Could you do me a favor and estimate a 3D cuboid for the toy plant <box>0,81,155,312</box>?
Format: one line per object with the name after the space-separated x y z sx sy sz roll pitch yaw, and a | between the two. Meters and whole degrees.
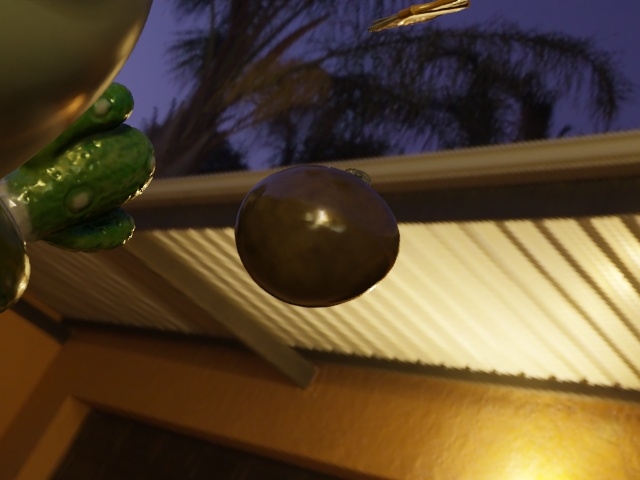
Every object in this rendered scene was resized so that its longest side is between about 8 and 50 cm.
-0.331 -0.044 1.164 0.184 0.315 0.224 35 -32 41 | toy plant

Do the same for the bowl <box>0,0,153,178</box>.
-0.215 -0.209 0.536 0.185 0.354 0.354 -15 -47 38 | bowl

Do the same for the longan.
0.000 0.000 1.101 0.184 0.159 0.204 8 -13 19 | longan

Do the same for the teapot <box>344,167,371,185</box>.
0.048 -0.070 1.447 0.057 0.067 0.083 40 -45 22 | teapot

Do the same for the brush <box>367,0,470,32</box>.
0.175 -0.263 1.032 0.272 0.103 0.013 -7 -80 49 | brush
